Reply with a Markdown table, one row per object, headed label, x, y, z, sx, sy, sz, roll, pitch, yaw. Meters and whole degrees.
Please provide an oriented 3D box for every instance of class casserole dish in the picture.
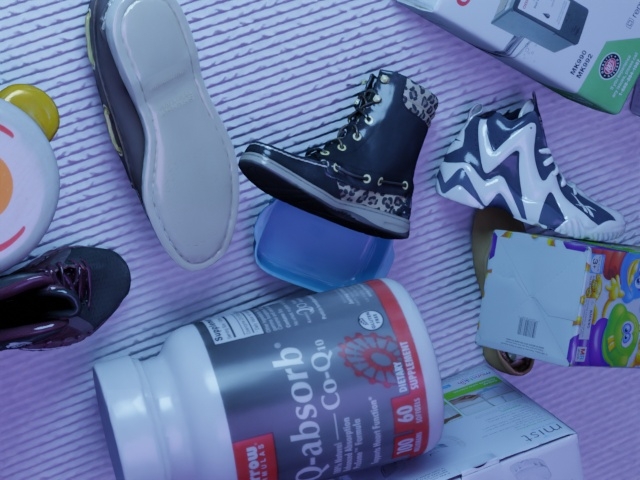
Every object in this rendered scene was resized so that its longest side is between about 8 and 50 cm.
| label | x | y | z | sx | sy | sz | roll | pitch | yaw |
| --- | --- | --- | --- | --- | --- | --- | --- | --- | --- |
| casserole dish | 0.000 | 0.000 | 1.977 | 0.188 | 0.037 | 0.114 | 20 | 99 | -28 |

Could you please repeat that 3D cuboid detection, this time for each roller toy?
| label | x | y | z | sx | sy | sz | roll | pitch | yaw |
| --- | --- | --- | --- | --- | --- | --- | --- | --- | --- |
| roller toy | -0.364 | -0.058 | 1.711 | 0.209 | 0.146 | 0.191 | -8 | 98 | -20 |

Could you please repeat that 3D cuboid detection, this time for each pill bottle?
| label | x | y | z | sx | sy | sz | roll | pitch | yaw |
| --- | --- | --- | --- | --- | --- | --- | --- | --- | --- |
| pill bottle | -0.061 | 0.181 | 1.905 | 0.363 | 0.210 | 0.210 | -14 | 113 | -13 |

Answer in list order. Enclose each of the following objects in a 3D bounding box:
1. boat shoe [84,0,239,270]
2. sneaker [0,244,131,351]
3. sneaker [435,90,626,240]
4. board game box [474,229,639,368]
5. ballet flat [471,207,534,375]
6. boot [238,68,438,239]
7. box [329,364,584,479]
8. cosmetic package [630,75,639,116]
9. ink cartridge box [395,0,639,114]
| label | x | y | z | sx | sy | sz | roll | pitch | yaw |
| --- | --- | --- | --- | --- | --- | --- | --- | --- | --- |
| boat shoe | -0.174 | -0.123 | 1.822 | 0.116 | 0.096 | 0.324 | -27 | 118 | -25 |
| sneaker | -0.272 | 0.066 | 1.756 | 0.281 | 0.162 | 0.106 | -21 | 97 | -45 |
| sneaker | 0.266 | -0.094 | 2.010 | 0.235 | 0.094 | 0.153 | 17 | 96 | 3 |
| board game box | 0.336 | 0.073 | 2.035 | 0.275 | 0.144 | 0.142 | 6 | 95 | -47 |
| ballet flat | 0.237 | 0.060 | 2.083 | 0.080 | 0.073 | 0.232 | -15 | 113 | -17 |
| boot | 0.026 | -0.115 | 1.904 | 0.236 | 0.085 | 0.179 | 23 | 79 | -34 |
| box | 0.149 | 0.277 | 2.029 | 0.262 | 0.231 | 0.127 | -18 | 114 | -18 |
| cosmetic package | 0.472 | -0.254 | 2.076 | 0.117 | 0.085 | 0.231 | 5 | 103 | -26 |
| ink cartridge box | 0.256 | -0.301 | 1.938 | 0.289 | 0.121 | 0.211 | 24 | 96 | -28 |
